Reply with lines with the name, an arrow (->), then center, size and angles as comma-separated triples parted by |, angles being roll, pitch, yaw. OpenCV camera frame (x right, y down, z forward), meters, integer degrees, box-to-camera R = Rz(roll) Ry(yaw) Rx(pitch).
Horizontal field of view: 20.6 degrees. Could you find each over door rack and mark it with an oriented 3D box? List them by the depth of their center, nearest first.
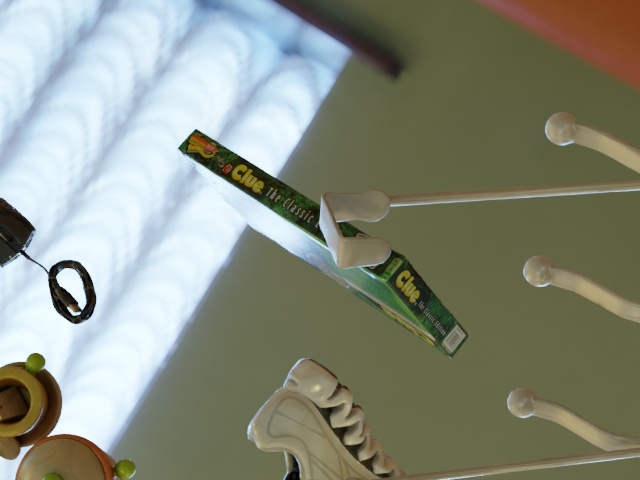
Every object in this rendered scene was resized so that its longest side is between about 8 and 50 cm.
over door rack -> 0.128, 0.048, 1.145 | 0.324, 0.240, 0.108 | -11, -147, -23

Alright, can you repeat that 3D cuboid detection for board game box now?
board game box -> 0.000, 0.000, 1.441 | 0.259, 0.030, 0.136 | 33, 168, 38

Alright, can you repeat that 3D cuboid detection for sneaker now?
sneaker -> 0.030, 0.266, 1.911 | 0.292, 0.118, 0.110 | 53, 165, -19

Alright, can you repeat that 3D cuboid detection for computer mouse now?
computer mouse -> -0.321, 0.014, 1.895 | 0.242, 0.071, 0.041 | 34, 167, 36

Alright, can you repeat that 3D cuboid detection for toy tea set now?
toy tea set -> -0.334, 0.273, 1.665 | 0.200, 0.336, 0.124 | 37, 178, 13
